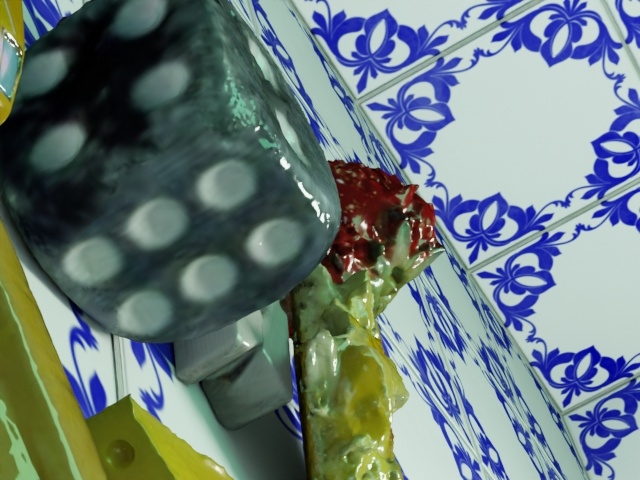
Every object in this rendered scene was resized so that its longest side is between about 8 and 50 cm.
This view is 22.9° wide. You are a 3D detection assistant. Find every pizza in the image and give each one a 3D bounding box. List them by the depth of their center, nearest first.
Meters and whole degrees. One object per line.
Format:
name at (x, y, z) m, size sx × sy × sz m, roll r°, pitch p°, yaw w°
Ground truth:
pizza at (0.021, 0.128, 1.278) m, size 0.323 × 0.090 × 0.223 m, roll -100°, pitch -173°, yaw -59°

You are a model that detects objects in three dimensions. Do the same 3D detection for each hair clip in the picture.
hair clip at (-0.083, 0.007, 1.295) m, size 0.101 × 0.085 × 0.330 m, roll 51°, pitch 21°, yaw -37°

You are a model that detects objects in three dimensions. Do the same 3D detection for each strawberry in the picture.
strawberry at (0.000, 0.000, 1.513) m, size 0.201 × 0.186 × 0.184 m, roll 36°, pitch 24°, yaw 26°

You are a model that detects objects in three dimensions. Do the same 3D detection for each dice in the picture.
dice at (-0.104, -0.054, 1.068) m, size 0.181 × 0.182 × 0.183 m, roll 49°, pitch 14°, yaw -45°

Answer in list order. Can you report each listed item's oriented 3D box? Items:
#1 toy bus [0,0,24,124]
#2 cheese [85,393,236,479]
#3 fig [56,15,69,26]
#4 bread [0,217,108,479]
toy bus at (-0.238, -0.124, 0.780) m, size 0.209 × 0.126 × 0.136 m, roll 48°, pitch 25°, yaw -53°
cheese at (-0.088, 0.161, 0.814) m, size 0.171 × 0.093 × 0.126 m, roll 56°, pitch 14°, yaw -26°
fig at (-0.143, -0.130, 1.270) m, size 0.156 × 0.123 × 0.123 m, roll 50°, pitch 13°, yaw -22°
bread at (-0.168, 0.042, 0.552) m, size 0.153 × 0.119 × 0.288 m, roll -17°, pitch 73°, yaw -34°
